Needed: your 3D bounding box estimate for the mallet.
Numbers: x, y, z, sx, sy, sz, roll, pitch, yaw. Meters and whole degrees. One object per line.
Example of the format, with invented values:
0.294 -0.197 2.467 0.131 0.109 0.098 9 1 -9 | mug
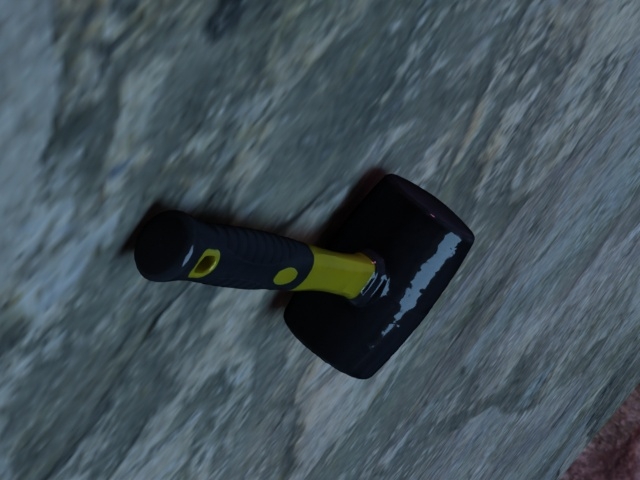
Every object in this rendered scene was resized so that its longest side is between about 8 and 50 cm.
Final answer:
0.000 0.000 0.557 0.062 0.039 0.190 -51 163 2 | mallet
